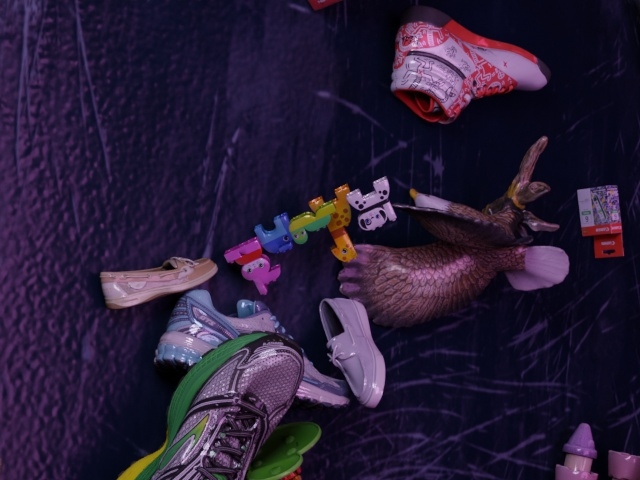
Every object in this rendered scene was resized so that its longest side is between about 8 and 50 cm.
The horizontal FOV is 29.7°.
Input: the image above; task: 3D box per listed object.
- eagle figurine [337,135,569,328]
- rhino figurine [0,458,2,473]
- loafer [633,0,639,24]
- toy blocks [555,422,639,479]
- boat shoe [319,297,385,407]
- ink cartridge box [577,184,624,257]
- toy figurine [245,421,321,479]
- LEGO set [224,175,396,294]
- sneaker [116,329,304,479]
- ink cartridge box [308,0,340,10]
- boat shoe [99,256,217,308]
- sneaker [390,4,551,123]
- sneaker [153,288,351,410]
[{"bbox_3d":[0.192,0.000,1.684,0.298,0.225,0.226,-32,119,-44],"label":"eagle figurine"},{"bbox_3d":[-0.438,0.294,1.267,0.243,0.073,0.106,-30,106,-35],"label":"rhino figurine"},{"bbox_3d":[0.567,-0.399,2.057,0.078,0.076,0.223,4,78,-30],"label":"loafer"},{"bbox_3d":[0.553,0.374,1.840,0.308,0.288,0.260,17,81,-30],"label":"toy blocks"},{"bbox_3d":[0.037,0.142,1.583,0.063,0.066,0.184,13,42,-23],"label":"boat shoe"},{"bbox_3d":[0.452,-0.029,1.942,0.029,0.063,0.115,-5,89,-37],"label":"ink cartridge box"},{"bbox_3d":[-0.033,0.332,1.498,0.130,0.173,0.159,-20,100,-2],"label":"toy figurine"},{"bbox_3d":[0.000,0.000,1.563,0.227,0.087,0.093,-25,104,6],"label":"LEGO set"},{"bbox_3d":[-0.122,0.259,1.385,0.134,0.146,0.344,37,84,-29],"label":"sneaker"},{"bbox_3d":[0.008,-0.463,1.580,0.114,0.197,0.273,-44,110,-30],"label":"ink cartridge box"},{"bbox_3d":[-0.196,0.042,1.476,0.153,0.056,0.048,-17,100,-28],"label":"boat shoe"},{"bbox_3d":[0.218,-0.230,1.779,0.270,0.090,0.145,19,76,-29],"label":"sneaker"},{"bbox_3d":[-0.068,0.140,1.527,0.283,0.110,0.122,23,69,-33],"label":"sneaker"}]
